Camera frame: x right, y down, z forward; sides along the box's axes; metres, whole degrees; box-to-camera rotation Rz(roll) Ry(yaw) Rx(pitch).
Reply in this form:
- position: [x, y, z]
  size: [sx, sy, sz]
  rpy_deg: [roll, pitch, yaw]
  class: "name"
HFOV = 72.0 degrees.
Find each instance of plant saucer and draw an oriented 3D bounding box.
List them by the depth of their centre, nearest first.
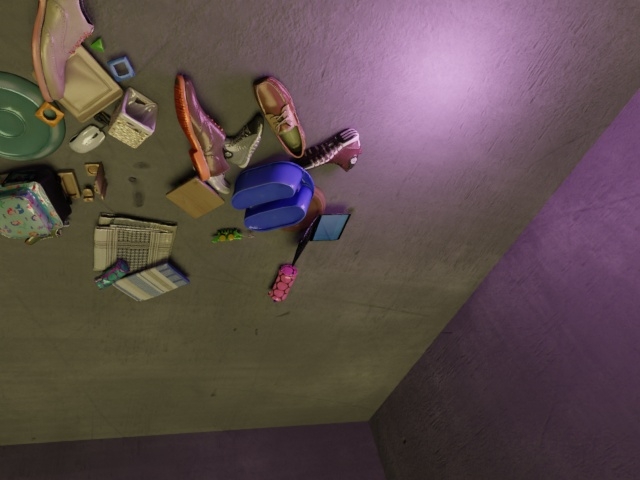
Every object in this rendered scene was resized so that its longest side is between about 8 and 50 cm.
- position: [-1.006, -0.383, 1.421]
  size: [0.317, 0.044, 0.318]
  rpy_deg: [-10, 135, -10]
  class: "plant saucer"
- position: [-0.107, -0.136, 1.949]
  size: [0.277, 0.041, 0.278]
  rpy_deg: [-8, 134, -9]
  class: "plant saucer"

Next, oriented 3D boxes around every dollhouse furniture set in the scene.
- position: [-0.864, -0.189, 1.593]
  size: [0.151, 0.123, 0.144]
  rpy_deg: [-5, 134, -14]
  class: "dollhouse furniture set"

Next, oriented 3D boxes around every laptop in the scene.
- position: [0.000, 0.000, 1.999]
  size: [0.136, 0.264, 0.234]
  rpy_deg: [28, 147, 5]
  class: "laptop"

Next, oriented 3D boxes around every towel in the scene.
- position: [-0.794, 0.032, 1.878]
  size: [0.311, 0.056, 0.324]
  rpy_deg: [8, 129, -24]
  class: "towel"
- position: [-0.771, 0.190, 2.014]
  size: [0.284, 0.034, 0.209]
  rpy_deg: [-19, 146, 8]
  class: "towel"

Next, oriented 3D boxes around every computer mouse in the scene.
- position: [-0.785, -0.355, 1.518]
  size: [0.192, 0.042, 0.106]
  rpy_deg: [-32, 135, 13]
  class: "computer mouse"

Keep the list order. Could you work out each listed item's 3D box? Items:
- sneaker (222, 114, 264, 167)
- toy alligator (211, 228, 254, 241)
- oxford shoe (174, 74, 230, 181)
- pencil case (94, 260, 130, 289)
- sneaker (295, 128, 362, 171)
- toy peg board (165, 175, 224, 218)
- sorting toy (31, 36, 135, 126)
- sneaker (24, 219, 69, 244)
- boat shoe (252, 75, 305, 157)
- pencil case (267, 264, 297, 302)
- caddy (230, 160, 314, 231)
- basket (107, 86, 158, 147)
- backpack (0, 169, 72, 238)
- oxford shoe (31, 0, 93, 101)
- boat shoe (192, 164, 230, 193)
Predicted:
- position: [-0.302, -0.375, 1.627]
  size: [0.132, 0.086, 0.229]
  rpy_deg: [14, 128, -25]
  class: "sneaker"
- position: [-0.391, -0.028, 1.955]
  size: [0.189, 0.056, 0.052]
  rpy_deg: [-8, 94, -11]
  class: "toy alligator"
- position: [-0.413, -0.396, 1.539]
  size: [0.132, 0.130, 0.364]
  rpy_deg: [-22, 125, -20]
  class: "oxford shoe"
- position: [-0.893, 0.147, 1.882]
  size: [0.151, 0.065, 0.070]
  rpy_deg: [-33, 166, 12]
  class: "pencil case"
- position: [0.048, -0.318, 1.780]
  size: [0.281, 0.107, 0.163]
  rpy_deg: [-26, 138, 7]
  class: "sneaker"
- position: [-0.487, -0.188, 1.731]
  size: [0.160, 0.079, 0.161]
  rpy_deg: [-25, 136, 22]
  class: "toy peg board"
- position: [-0.759, -0.497, 1.385]
  size: [0.347, 0.047, 0.196]
  rpy_deg: [-31, 129, 6]
  class: "sorting toy"
- position: [-1.062, -0.032, 1.720]
  size: [0.192, 0.064, 0.086]
  rpy_deg: [-39, 127, 16]
  class: "sneaker"
- position: [-0.132, -0.436, 1.595]
  size: [0.122, 0.120, 0.324]
  rpy_deg: [-27, 135, 8]
  class: "boat shoe"
- position: [-0.192, 0.215, 2.225]
  size: [0.098, 0.095, 0.209]
  rpy_deg: [18, 124, -12]
  class: "pencil case"
- position: [-0.194, -0.184, 1.770]
  size: [0.341, 0.179, 0.241]
  rpy_deg: [-12, 129, 19]
  class: "caddy"
- position: [-0.616, -0.400, 1.446]
  size: [0.103, 0.167, 0.113]
  rpy_deg: [-37, 132, 27]
  class: "basket"
- position: [-1.054, -0.122, 1.550]
  size: [0.253, 0.191, 0.225]
  rpy_deg: [-2, 130, 4]
  class: "backpack"
- position: [-0.720, -0.577, 1.235]
  size: [0.146, 0.140, 0.397]
  rpy_deg: [3, 123, -28]
  class: "oxford shoe"
- position: [-0.412, -0.255, 1.726]
  size: [0.063, 0.066, 0.184]
  rpy_deg: [-35, 123, 17]
  class: "boat shoe"
